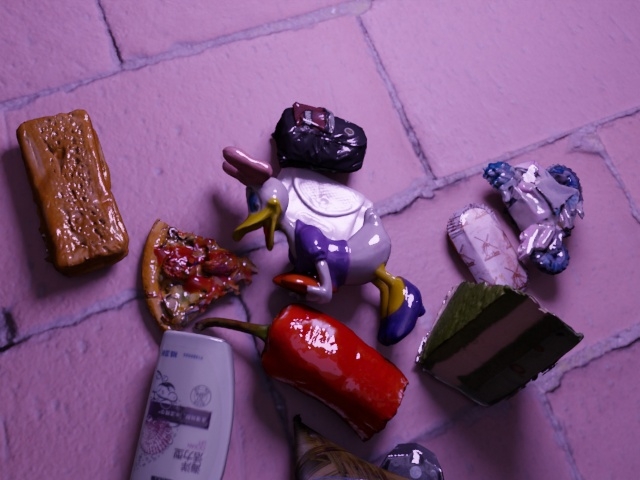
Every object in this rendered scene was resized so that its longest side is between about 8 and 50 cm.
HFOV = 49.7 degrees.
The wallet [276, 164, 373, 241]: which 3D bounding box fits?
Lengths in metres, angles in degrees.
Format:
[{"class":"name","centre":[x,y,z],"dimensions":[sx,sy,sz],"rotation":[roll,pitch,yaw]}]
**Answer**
[{"class":"wallet","centre":[-0.003,-0.058,1.231],"dimensions":[0.182,0.032,0.124],"rotation":[25,72,-5]}]

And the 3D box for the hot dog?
[{"class":"hot dog","centre":[0.304,0.022,1.258],"dimensions":[0.108,0.059,0.191],"rotation":[-28,83,-17]}]

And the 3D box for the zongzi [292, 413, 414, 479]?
[{"class":"zongzi","centre":[0.069,0.355,1.035],"dimensions":[0.220,0.112,0.242],"rotation":[-3,34,-4]}]

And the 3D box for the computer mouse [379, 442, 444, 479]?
[{"class":"computer mouse","centre":[0.129,0.435,1.083],"dimensions":[0.126,0.071,0.231],"rotation":[11,77,5]}]

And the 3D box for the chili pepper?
[{"class":"chili pepper","centre":[-0.025,0.171,1.099],"dimensions":[0.338,0.131,0.134],"rotation":[34,68,0]}]

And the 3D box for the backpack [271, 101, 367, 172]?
[{"class":"backpack","centre":[0.002,-0.181,1.226],"dimensions":[0.165,0.106,0.120],"rotation":[5,34,-15]}]

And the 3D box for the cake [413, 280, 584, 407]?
[{"class":"cake","centre":[0.302,0.122,1.118],"dimensions":[0.158,0.283,0.172],"rotation":[31,52,-2]}]

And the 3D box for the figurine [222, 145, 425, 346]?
[{"class":"figurine","centre":[0.002,0.006,1.132],"dimensions":[0.420,0.154,0.193],"rotation":[29,80,-7]}]

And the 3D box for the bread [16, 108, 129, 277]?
[{"class":"bread","centre":[-0.407,-0.078,1.125],"dimensions":[0.139,0.077,0.271],"rotation":[-19,76,-13]}]

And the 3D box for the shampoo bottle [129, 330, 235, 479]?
[{"class":"shampoo bottle","centre":[-0.206,0.321,1.024],"dimensions":[0.134,0.078,0.360],"rotation":[8,74,5]}]

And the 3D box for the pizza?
[{"class":"pizza","centre":[-0.199,0.044,1.136],"dimensions":[0.193,0.053,0.201],"rotation":[-14,73,-11]}]

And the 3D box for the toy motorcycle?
[{"class":"toy motorcycle","centre":[0.381,-0.068,1.282],"dimensions":[0.204,0.108,0.239],"rotation":[25,44,-9]}]
